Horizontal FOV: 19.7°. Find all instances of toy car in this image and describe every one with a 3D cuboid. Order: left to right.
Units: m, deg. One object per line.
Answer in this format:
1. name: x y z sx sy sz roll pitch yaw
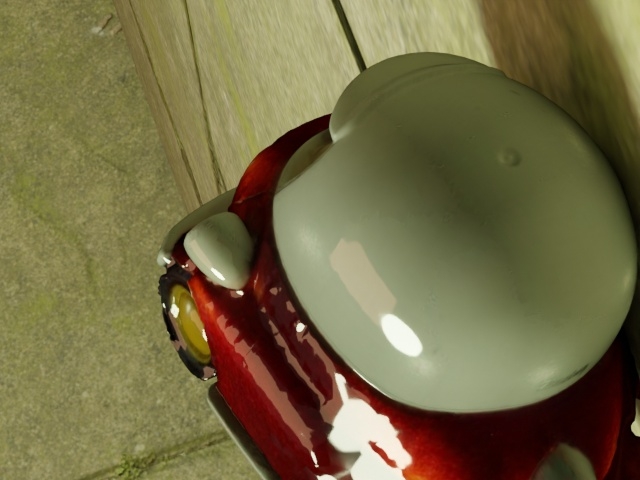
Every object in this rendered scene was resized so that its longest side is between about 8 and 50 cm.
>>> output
1. toy car: 0.034 0.014 0.454 0.139 0.112 0.112 59 154 21
